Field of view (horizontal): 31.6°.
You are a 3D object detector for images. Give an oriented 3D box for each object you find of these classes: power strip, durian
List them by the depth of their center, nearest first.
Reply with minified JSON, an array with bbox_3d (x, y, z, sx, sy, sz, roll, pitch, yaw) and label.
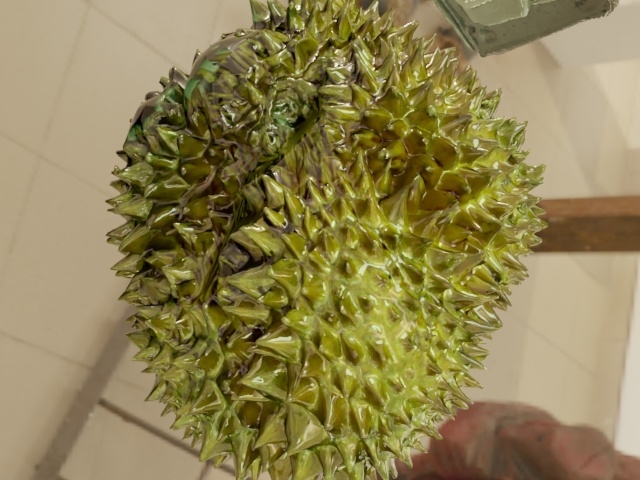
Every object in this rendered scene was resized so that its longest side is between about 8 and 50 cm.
[{"bbox_3d":[0.001,0.001,0.653,0.224,0.291,0.291,17,75,-49],"label":"durian"},{"bbox_3d":[0.144,-0.261,1.041,0.213,0.198,0.064,50,62,-16],"label":"power strip"}]
